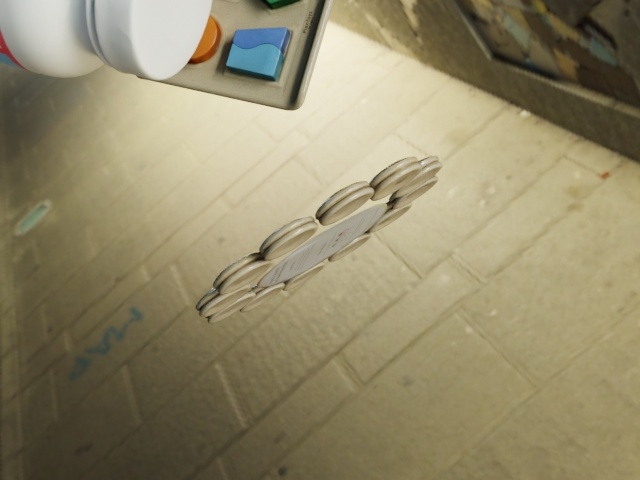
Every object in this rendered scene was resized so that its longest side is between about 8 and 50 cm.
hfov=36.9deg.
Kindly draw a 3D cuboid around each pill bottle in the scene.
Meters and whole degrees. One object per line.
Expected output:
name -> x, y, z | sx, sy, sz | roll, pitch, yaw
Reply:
pill bottle -> -0.129, -0.117, 0.396 | 0.160, 0.087, 0.087 | 17, 54, 16

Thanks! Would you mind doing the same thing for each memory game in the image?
memory game -> 0.000, 0.000, 0.618 | 0.186, 0.012, 0.186 | -32, -9, -6

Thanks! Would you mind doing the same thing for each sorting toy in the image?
sorting toy -> -0.086, -0.321, 1.148 | 0.229, 0.041, 0.307 | 13, 83, 18
